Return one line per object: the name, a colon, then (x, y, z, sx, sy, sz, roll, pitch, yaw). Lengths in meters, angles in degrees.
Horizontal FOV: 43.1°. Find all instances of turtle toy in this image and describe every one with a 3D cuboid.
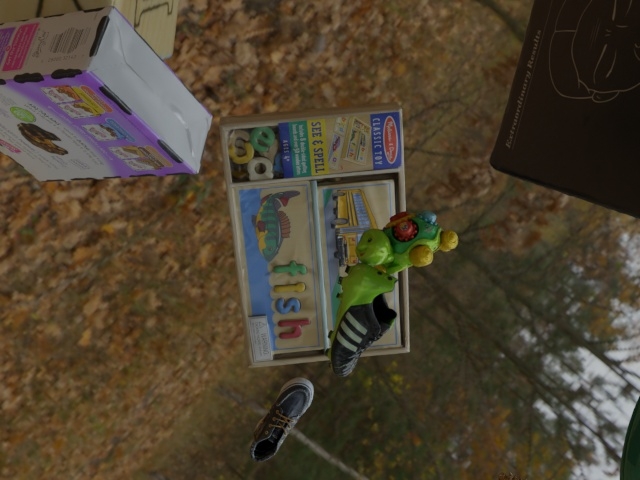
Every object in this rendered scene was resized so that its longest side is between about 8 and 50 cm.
turtle toy: (0.098, 0.003, 0.987, 0.130, 0.066, 0.095, -27, -175, -37)

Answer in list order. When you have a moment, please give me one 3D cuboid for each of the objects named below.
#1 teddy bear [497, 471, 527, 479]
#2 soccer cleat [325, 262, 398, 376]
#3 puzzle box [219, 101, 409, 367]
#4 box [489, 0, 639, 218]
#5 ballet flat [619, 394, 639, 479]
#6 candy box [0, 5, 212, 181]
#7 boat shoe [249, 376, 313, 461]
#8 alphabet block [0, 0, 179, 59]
teddy bear: (0.215, 0.401, 0.946, 0.337, 0.245, 0.113, -5, 140, -22)
soccer cleat: (0.050, 0.106, 0.982, 0.060, 0.072, 0.179, -56, 159, -49)
puzzle box: (0.000, 0.000, 1.261, 0.052, 0.272, 0.409, -102, -173, -68)
box: (0.357, -0.154, 0.683, 0.395, 0.211, 0.294, -139, -120, -67)
ballet flat: (0.229, 0.073, 0.459, 0.077, 0.077, 0.231, -15, -128, 54)
candy box: (-0.228, -0.124, 0.742, 0.165, 0.196, 0.070, 48, 48, -55)
boat shoe: (-0.074, 0.350, 1.566, 0.183, 0.065, 0.083, -55, -171, 27)
alphabet block: (-0.264, -0.298, 0.869, 0.193, 0.192, 0.197, -67, 171, -65)
